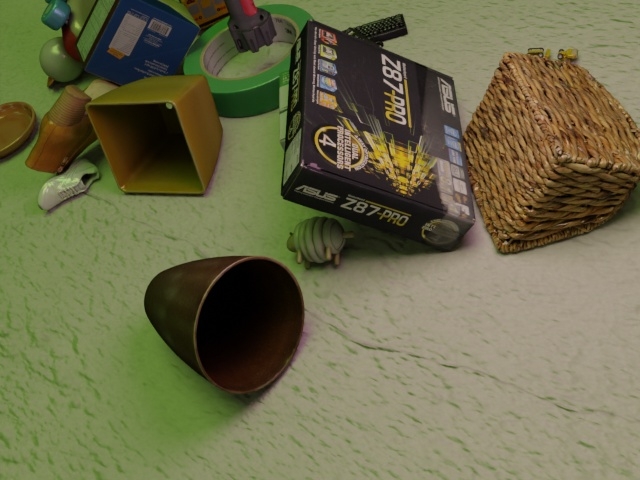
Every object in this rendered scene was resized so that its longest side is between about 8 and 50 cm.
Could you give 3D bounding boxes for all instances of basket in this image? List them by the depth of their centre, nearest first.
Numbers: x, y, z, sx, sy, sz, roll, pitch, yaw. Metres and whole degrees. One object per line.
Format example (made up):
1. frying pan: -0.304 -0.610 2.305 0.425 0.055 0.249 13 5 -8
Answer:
1. basket: 0.396 -0.143 1.376 0.213 0.223 0.299 6 44 -18

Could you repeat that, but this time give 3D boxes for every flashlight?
1. flashlight: -0.169 -0.548 1.695 0.103 0.304 0.103 10 54 28

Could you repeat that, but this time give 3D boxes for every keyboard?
1. keyboard: 0.106 -0.464 1.818 0.180 0.023 0.108 -15 47 9

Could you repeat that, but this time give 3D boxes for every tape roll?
1. tape roll: -0.152 -0.416 1.836 0.321 0.077 0.321 -10 48 12

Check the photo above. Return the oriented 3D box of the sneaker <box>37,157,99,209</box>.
1. sneaker: -0.547 -0.119 1.739 0.061 0.053 0.152 29 64 34

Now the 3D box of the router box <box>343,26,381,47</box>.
1. router box: 0.060 -0.399 1.749 0.092 0.038 0.122 39 71 22

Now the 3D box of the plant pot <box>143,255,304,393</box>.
1. plant pot: -0.181 0.116 1.311 0.230 0.215 0.215 11 53 46

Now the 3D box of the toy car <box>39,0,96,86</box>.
1. toy car: -0.640 -0.495 2.045 0.238 0.219 0.210 -40 41 24

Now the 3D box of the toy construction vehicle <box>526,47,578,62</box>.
1. toy construction vehicle: 0.455 -0.347 1.579 0.098 0.035 0.086 1 40 18

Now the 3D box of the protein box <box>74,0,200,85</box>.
1. protein box: -0.424 -0.469 1.847 0.201 0.200 0.136 -55 42 22

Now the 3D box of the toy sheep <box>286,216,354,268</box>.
1. toy sheep: 0.000 0.000 1.406 0.132 0.091 0.091 -6 48 23

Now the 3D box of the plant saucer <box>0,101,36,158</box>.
1. plant saucer: -0.786 -0.263 1.968 0.200 0.037 0.200 -10 48 11

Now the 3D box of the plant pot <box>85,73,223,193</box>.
1. plant pot: -0.318 -0.236 1.666 0.212 0.212 0.187 3 38 23

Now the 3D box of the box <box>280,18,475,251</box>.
1. box: 0.097 -0.191 1.415 0.318 0.097 0.395 19 46 -19

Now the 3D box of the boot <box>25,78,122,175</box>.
1. boot: -0.531 -0.249 1.804 0.104 0.295 0.211 40 111 10

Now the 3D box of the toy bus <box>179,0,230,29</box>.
1. toy bus: -0.331 -0.666 2.087 0.108 0.130 0.332 -25 46 -2

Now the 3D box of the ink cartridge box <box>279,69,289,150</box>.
1. ink cartridge box: -0.017 -0.218 1.557 0.087 0.153 0.208 -14 46 12
